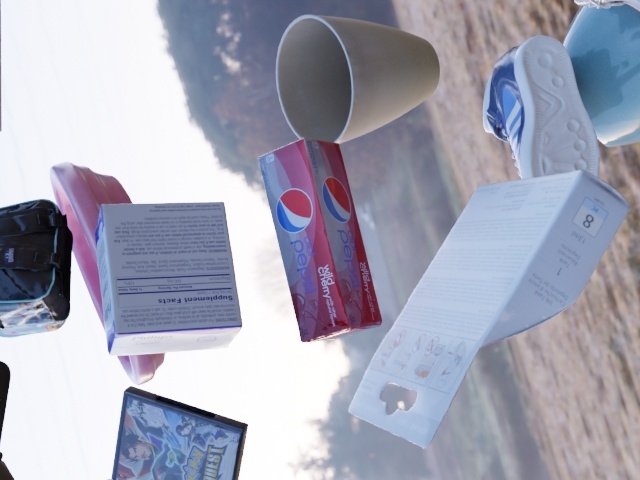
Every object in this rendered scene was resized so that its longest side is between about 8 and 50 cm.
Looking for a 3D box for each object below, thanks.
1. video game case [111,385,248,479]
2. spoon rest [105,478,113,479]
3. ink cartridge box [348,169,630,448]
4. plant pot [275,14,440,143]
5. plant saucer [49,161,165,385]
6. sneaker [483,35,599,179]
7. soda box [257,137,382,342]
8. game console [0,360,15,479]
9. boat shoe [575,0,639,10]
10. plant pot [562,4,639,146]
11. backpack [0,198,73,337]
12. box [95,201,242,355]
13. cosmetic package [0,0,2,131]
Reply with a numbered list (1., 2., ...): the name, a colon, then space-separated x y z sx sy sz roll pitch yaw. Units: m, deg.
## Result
1. video game case: -0.277 0.439 2.109 0.035 0.248 0.275 -40 -36 -67
2. spoon rest: -0.152 0.379 1.424 0.137 0.276 0.084 -142 70 -73
3. ink cartridge box: 0.207 0.096 1.437 0.091 0.385 0.308 33 171 -14
4. plant pot: 0.094 -0.327 2.194 0.256 0.274 0.257 23 118 50
5. plant saucer: -0.287 0.038 1.564 0.332 0.084 0.332 56 159 34
6. sneaker: 0.364 -0.171 1.877 0.236 0.130 0.323 136 126 -79
7. soda box: 0.000 0.000 1.483 0.092 0.083 0.263 0 -107 -57
8. game console: -0.601 0.304 1.753 0.293 0.173 0.250 16 -103 -45
9. boat shoe: 0.445 -0.411 1.758 0.098 0.096 0.277 27 -162 -52
10. plant pot: 0.526 -0.281 1.944 0.290 0.195 0.290 40 -166 -12
11. backpack: -0.421 0.044 1.443 0.144 0.188 0.166 91 173 -59
12. box: -0.152 0.037 1.090 0.072 0.126 0.137 126 138 -60
13. cosmetic package: -0.652 -0.371 1.843 0.217 0.156 0.385 2 -90 -71
